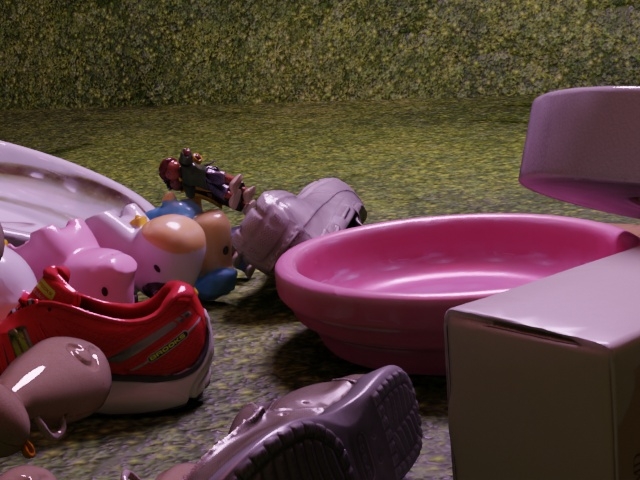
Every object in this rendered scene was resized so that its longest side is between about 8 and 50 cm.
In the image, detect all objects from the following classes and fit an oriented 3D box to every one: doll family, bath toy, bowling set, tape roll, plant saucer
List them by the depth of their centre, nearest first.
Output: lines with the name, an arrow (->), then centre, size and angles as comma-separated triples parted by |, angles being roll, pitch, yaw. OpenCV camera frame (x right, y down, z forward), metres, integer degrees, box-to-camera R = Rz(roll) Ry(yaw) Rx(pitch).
bowling set -> -0.214, 0.132, 0.752 | 0.200, 0.287, 0.154 | -45, -5, 13
tape roll -> 0.351, -0.046, 0.991 | 0.392, 0.072, 0.392 | 10, 0, 0
plant saucer -> 0.126, 0.046, 1.150 | 0.332, 0.084, 0.332 | -4, 11, 1
bath toy -> -0.218, 0.041, 1.202 | 0.151, 0.129, 0.348 | -23, -1, 33
doll family -> -0.129, -0.028, 1.397 | 0.111, 0.193, 0.076 | 17, 37, 18
plant saucer -> -0.384, -0.028, 1.468 | 0.401, 0.100, 0.400 | 16, 13, -4

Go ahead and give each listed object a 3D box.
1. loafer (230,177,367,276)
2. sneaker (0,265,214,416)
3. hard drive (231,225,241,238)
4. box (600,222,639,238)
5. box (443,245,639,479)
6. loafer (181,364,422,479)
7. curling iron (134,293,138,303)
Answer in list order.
loafer -> 0.000, 0.000, 1.407 | 0.111, 0.112, 0.319 | 38, 16, 9
sneaker -> -0.228, 0.080, 1.027 | 0.279, 0.118, 0.107 | -6, 12, -8
hard drive -> -0.103, 0.003, 1.568 | 0.094, 0.022, 0.135 | 8, 17, 43
box -> 0.282, 0.009, 1.414 | 0.164, 0.021, 0.201 | 4, 15, 33
box -> 0.226, 0.084, 0.800 | 0.311, 0.148, 0.121 | -16, 18, -40
loafer -> -0.020, 0.144, 0.769 | 0.087, 0.094, 0.251 | -11, 3, 28
curling iron -> -0.327, 0.067, 1.317 | 0.274, 0.035, 0.068 | -6, 12, -5
